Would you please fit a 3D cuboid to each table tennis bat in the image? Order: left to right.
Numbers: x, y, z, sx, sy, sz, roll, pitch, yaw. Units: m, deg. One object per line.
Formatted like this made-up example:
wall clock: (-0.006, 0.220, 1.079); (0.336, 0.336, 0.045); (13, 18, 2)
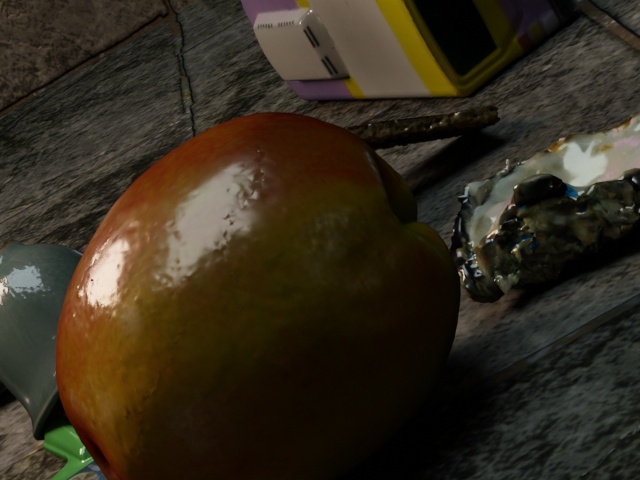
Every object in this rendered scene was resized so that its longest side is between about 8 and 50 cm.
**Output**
table tennis bat: (-0.199, 0.203, 1.769); (0.160, 0.039, 0.257); (-34, 19, -17)

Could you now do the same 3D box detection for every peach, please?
peach: (-0.055, 0.067, 1.507); (0.332, 0.308, 0.308); (-44, 16, 3)

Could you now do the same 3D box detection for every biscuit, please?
biscuit: (0.067, -0.111, 2.059); (0.230, 0.025, 0.131); (-9, -2, -11)

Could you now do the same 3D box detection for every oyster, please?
oyster: (0.218, -0.037, 1.670); (0.259, 0.092, 0.198); (-29, 14, -26)

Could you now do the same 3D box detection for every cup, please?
cup: (-0.271, 0.076, 1.922); (0.199, 0.150, 0.199); (-52, -6, -8)

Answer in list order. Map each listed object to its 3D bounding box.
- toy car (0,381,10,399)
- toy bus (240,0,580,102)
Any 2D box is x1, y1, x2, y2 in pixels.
toy car: (-0.460, 0.117, 2.168); (0.301, 0.118, 0.193); (-30, 54, -6)
toy bus: (0.088, -0.302, 2.437); (0.249, 0.209, 0.440); (-39, 20, -21)
